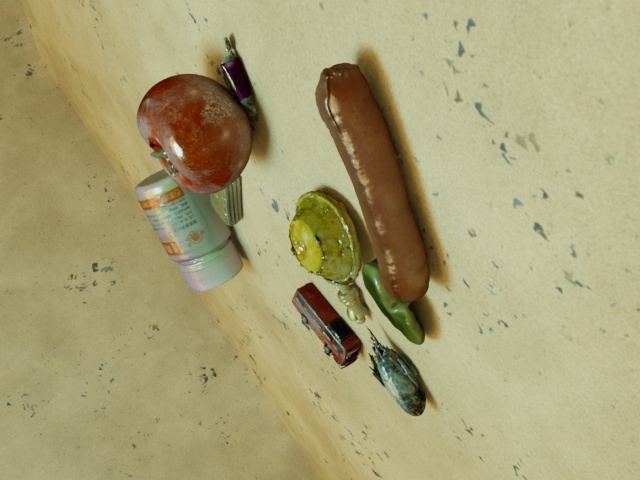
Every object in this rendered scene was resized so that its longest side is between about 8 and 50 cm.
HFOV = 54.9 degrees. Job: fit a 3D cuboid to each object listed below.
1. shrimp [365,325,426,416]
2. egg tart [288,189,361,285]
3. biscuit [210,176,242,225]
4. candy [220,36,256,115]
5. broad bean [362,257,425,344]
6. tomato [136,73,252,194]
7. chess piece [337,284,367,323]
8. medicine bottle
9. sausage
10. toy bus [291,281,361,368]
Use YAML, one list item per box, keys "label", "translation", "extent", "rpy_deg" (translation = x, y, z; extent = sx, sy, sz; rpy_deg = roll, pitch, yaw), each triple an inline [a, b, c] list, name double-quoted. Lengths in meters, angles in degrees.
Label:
- label: "shrimp"
  translation: [0.166, 0.290, 1.385]
  extent: [0.090, 0.079, 0.232]
  rpy_deg: [-34, 86, 33]
- label: "egg tart"
  translation: [-0.002, 0.000, 1.269]
  extent: [0.212, 0.090, 0.212]
  rpy_deg: [39, 140, 43]
- label: "biscuit"
  translation: [-0.277, -0.141, 1.766]
  extent: [0.108, 0.062, 0.239]
  rpy_deg: [50, 157, 20]
- label: "candy"
  translation: [-0.175, -0.338, 1.289]
  extent: [0.045, 0.043, 0.175]
  rpy_deg: [41, 156, 59]
- label: "broad bean"
  translation: [0.140, 0.116, 1.193]
  extent: [0.153, 0.072, 0.206]
  rpy_deg: [50, 163, 54]
- label: "tomato"
  translation: [-0.270, -0.245, 1.374]
  extent: [0.270, 0.227, 0.270]
  rpy_deg: [43, 163, 16]
- label: "chess piece"
  translation: [0.060, 0.117, 1.398]
  extent: [0.060, 0.060, 0.172]
  rpy_deg: [17, 137, 60]
- label: "medicine bottle"
  translation: [-0.415, -0.045, 1.989]
  extent: [0.219, 0.219, 0.388]
  rpy_deg: [18, 137, 59]
- label: "sausage"
  translation: [0.092, -0.083, 0.990]
  extent: [0.094, 0.094, 0.418]
  rpy_deg: [27, 144, 60]
- label: "toy bus"
  translation: [0.015, 0.221, 1.622]
  extent: [0.235, 0.074, 0.096]
  rpy_deg: [49, 151, 23]
